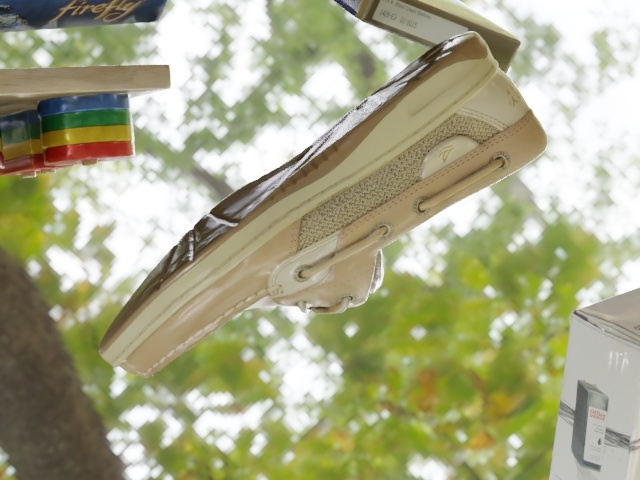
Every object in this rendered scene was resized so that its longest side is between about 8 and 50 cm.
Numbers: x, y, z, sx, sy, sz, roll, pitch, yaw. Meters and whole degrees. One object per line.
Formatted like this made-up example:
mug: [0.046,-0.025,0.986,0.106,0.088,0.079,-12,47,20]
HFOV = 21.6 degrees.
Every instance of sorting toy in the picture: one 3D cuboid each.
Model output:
sorting toy: [-0.310,-0.106,1.607,0.257,0.255,0.089,-6,-90,-33]

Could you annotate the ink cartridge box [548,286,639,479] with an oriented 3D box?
ink cartridge box: [0.291,0.155,1.492,0.158,0.218,0.092,-16,-149,-40]

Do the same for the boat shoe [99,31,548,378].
boat shoe: [0.000,0.000,1.149,0.110,0.341,0.121,51,-172,-12]

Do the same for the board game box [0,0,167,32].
board game box: [-0.233,-0.206,1.063,0.243,0.042,0.165,-9,-119,-32]

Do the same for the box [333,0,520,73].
box: [0.051,-0.200,1.349,0.136,0.036,0.225,17,-166,-29]
